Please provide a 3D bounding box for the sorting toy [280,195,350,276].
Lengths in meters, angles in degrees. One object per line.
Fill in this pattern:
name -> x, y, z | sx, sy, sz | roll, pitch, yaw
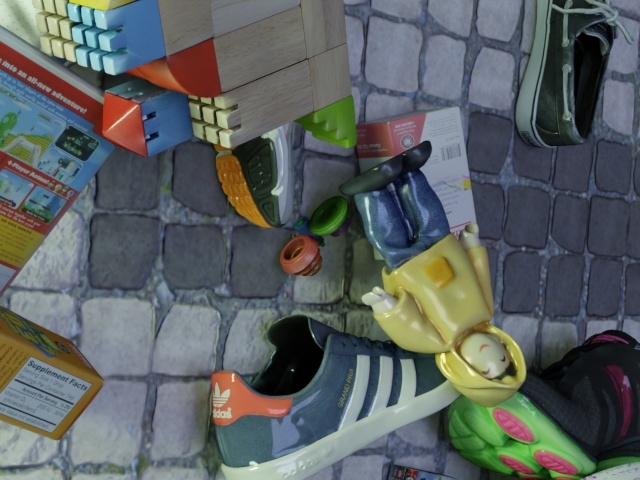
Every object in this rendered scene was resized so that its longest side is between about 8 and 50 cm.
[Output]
sorting toy -> 0.000, 0.000, 1.298 | 0.102, 0.061, 0.042 | -46, 122, -1

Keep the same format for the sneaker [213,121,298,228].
sneaker -> -0.043, -0.146, 1.236 | 0.121, 0.099, 0.263 | -15, 103, -42

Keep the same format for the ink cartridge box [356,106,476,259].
ink cartridge box -> 0.113, -0.046, 1.381 | 0.115, 0.067, 0.198 | -16, 101, -37

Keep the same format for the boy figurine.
boy figurine -> 0.118, 0.049, 1.259 | 0.177, 0.092, 0.285 | -24, 88, -38

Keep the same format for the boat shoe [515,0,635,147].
boat shoe -> 0.330, -0.267, 1.518 | 0.113, 0.105, 0.306 | 25, 77, -37

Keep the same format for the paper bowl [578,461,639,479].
paper bowl -> 0.338, 0.399, 1.438 | 0.284, 0.148, 0.284 | -17, 143, -13

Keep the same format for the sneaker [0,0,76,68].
sneaker -> -0.268, -0.225, 1.045 | 0.315, 0.127, 0.182 | -38, 103, -27

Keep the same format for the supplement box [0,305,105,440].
supplement box -> -0.289, 0.092, 1.007 | 0.080, 0.078, 0.233 | -49, 143, 0

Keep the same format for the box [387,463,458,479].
box -> 0.109, 0.339, 1.423 | 0.094, 0.027, 0.137 | 21, 79, -39

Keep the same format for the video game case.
video game case -> -0.301, -0.033, 0.970 | 0.285, 0.025, 0.204 | -51, 142, 5

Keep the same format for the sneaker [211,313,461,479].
sneaker -> 0.031, 0.134, 1.290 | 0.350, 0.131, 0.148 | -23, 99, -40

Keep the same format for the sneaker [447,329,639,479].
sneaker -> 0.321, 0.205, 1.511 | 0.482, 0.185, 0.202 | 19, 73, -48

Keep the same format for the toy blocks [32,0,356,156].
toy blocks -> -0.109, -0.216, 0.943 | 0.261, 0.190, 0.382 | -29, 126, -36
